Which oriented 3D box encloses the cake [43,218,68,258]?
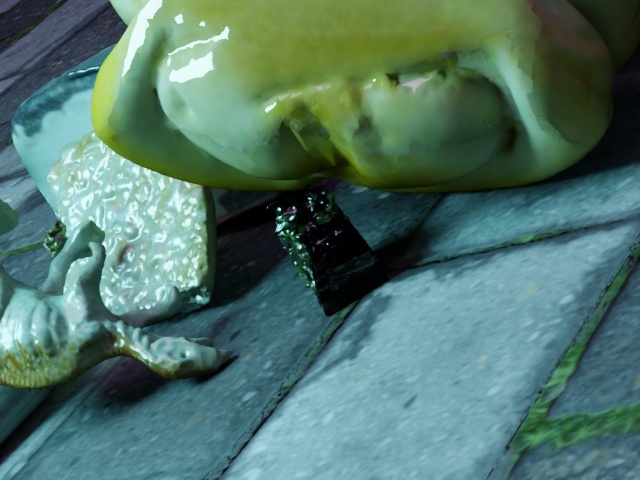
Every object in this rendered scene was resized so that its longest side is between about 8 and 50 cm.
[{"bbox_3d":[-0.229,-0.024,1.854,0.055,0.051,0.140,-17,24,28],"label":"cake"}]

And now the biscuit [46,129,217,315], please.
[{"bbox_3d":[-0.169,-0.006,1.596,0.265,0.040,0.188,41,107,44],"label":"biscuit"}]

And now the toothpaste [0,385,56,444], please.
[{"bbox_3d":[-0.302,0.166,1.451,0.100,0.066,0.323,21,45,24],"label":"toothpaste"}]

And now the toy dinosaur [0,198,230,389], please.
[{"bbox_3d":[-0.260,0.048,1.478,0.393,0.092,0.205,-3,43,7],"label":"toy dinosaur"}]

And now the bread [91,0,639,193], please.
[{"bbox_3d":[0.030,-0.172,1.409,0.424,0.329,0.245,3,50,20],"label":"bread"}]

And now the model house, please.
[{"bbox_3d":[-0.108,-0.143,1.770,0.271,0.190,0.301,-22,16,39],"label":"model house"}]

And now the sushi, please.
[{"bbox_3d":[0.000,0.000,1.410,0.056,0.084,0.083,-30,17,-4],"label":"sushi"}]
